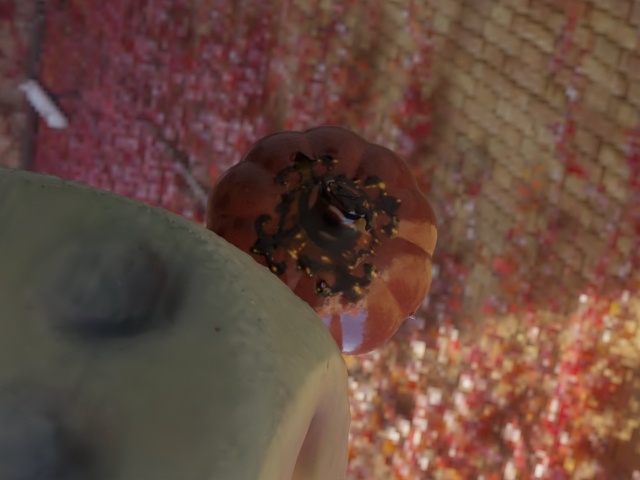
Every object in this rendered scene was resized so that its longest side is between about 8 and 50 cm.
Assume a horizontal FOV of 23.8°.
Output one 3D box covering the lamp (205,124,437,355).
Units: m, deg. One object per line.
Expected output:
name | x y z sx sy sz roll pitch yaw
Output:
lamp | 0.000 0.000 1.132 0.182 0.182 0.140 8 168 -3

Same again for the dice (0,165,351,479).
dice | -0.144 0.144 0.659 0.265 0.262 0.268 14 -124 12
